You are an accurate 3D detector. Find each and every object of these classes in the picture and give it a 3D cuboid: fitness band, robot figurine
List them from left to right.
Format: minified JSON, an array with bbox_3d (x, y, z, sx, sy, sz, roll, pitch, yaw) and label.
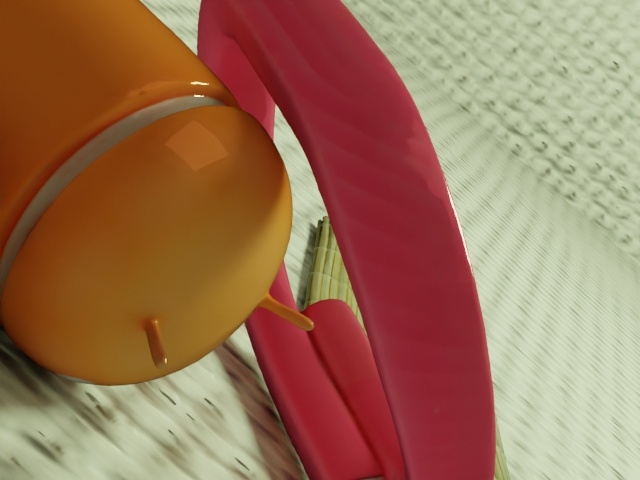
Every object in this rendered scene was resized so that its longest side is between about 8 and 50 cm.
[{"bbox_3d":[-0.100,-0.033,0.615,0.219,0.128,0.158,45,-14,23],"label":"robot figurine"},{"bbox_3d":[0.000,0.000,0.689,0.291,0.054,0.209,-122,-158,-57],"label":"fitness band"}]

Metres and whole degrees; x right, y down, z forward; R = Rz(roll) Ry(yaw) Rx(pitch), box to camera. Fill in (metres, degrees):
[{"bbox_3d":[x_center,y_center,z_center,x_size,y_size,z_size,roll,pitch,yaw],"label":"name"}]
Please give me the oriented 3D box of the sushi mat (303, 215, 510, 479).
[{"bbox_3d":[0.053,0.067,0.997,0.151,0.019,0.316,41,12,-8],"label":"sushi mat"}]
